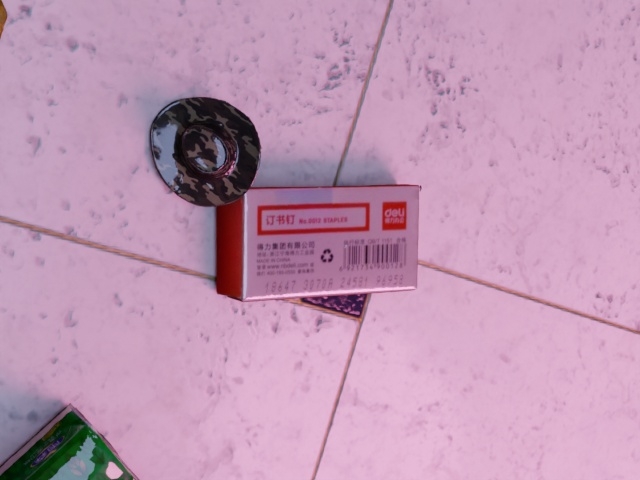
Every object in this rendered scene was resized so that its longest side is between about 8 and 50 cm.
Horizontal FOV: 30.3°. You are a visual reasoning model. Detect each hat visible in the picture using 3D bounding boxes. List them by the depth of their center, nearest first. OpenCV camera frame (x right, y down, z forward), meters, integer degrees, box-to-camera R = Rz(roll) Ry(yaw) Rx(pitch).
[{"bbox_3d":[-0.118,-0.092,1.191,0.121,0.050,0.121,0,89,0],"label":"hat"}]

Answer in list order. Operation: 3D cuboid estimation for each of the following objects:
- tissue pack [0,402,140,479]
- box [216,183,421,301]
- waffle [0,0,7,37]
[{"bbox_3d":[-0.258,0.290,1.131,0.209,0.156,0.148,-42,111,-15],"label":"tissue pack"},{"bbox_3d":[0.000,0.000,1.282,0.229,0.050,0.123,-3,97,-27],"label":"box"},{"bbox_3d":[-0.430,-0.201,1.020,0.325,0.068,0.302,43,77,-27],"label":"waffle"}]
